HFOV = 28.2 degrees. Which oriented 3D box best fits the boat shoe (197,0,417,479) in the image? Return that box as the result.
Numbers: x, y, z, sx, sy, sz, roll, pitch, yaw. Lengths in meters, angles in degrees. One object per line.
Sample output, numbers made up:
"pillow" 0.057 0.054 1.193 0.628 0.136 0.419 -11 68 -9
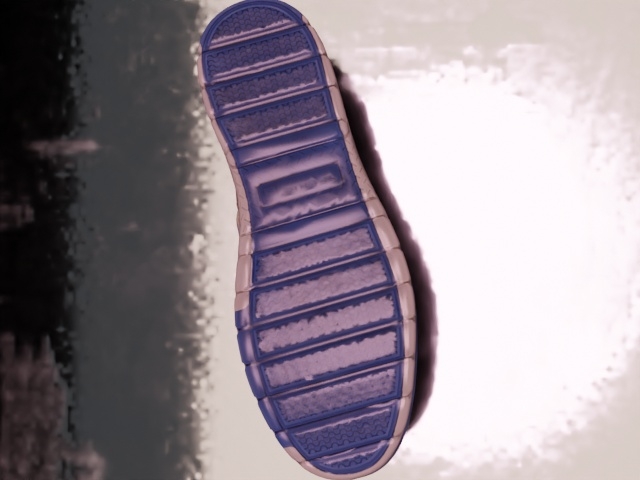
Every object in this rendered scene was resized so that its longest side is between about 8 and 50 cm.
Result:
"boat shoe" 0.000 0.000 0.493 0.066 0.066 0.183 -11 80 6
